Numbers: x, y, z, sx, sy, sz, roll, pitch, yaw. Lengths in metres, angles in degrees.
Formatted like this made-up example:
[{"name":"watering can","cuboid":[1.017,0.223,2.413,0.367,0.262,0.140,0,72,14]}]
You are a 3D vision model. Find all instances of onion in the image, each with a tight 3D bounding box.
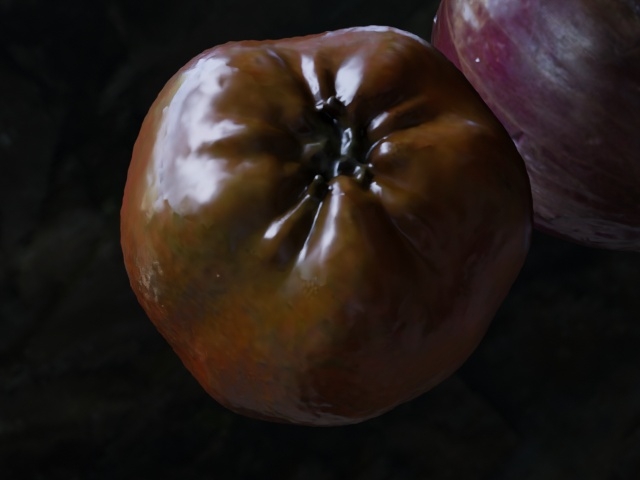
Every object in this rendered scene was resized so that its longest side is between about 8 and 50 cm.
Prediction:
[{"name":"onion","cuboid":[0.266,-0.098,1.249,0.348,0.385,0.347,-28,-18,-10]}]

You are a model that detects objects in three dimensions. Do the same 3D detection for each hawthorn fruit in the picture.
[{"name":"hawthorn fruit","cuboid":[0.000,0.000,0.803,0.189,0.189,0.189,-34,-23,-17]}]
